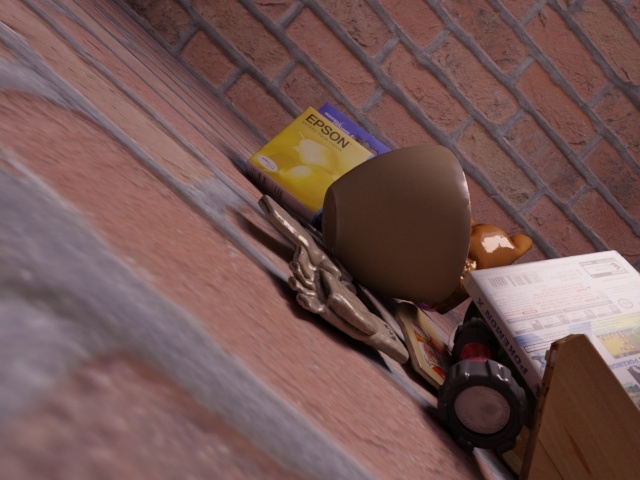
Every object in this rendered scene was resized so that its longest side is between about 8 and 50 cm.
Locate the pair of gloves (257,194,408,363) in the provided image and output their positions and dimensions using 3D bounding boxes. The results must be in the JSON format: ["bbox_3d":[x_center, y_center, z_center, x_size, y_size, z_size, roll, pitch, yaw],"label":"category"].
[{"bbox_3d":[0.005,0.051,0.566,0.204,0.042,0.240,42,8,-39],"label":"pair of gloves"}]

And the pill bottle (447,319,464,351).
[{"bbox_3d":[0.484,0.334,1.189,0.229,0.131,0.131,42,7,-7],"label":"pill bottle"}]

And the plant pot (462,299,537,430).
[{"bbox_3d":[0.465,0.258,0.844,0.366,0.367,0.353,45,19,12],"label":"plant pot"}]

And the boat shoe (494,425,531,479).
[{"bbox_3d":[0.331,0.337,0.568,0.190,0.072,0.068,46,8,19],"label":"boat shoe"}]

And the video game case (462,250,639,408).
[{"bbox_3d":[0.436,0.148,0.656,0.328,0.036,0.300,-6,46,-16],"label":"video game case"}]

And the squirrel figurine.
[{"bbox_3d":[0.257,-0.017,1.051,0.396,0.281,0.371,-16,63,-51],"label":"squirrel figurine"}]

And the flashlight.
[{"bbox_3d":[0.231,0.185,0.618,0.103,0.103,0.304,52,19,7],"label":"flashlight"}]

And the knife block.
[{"bbox_3d":[0.326,0.254,0.404,0.241,0.276,0.088,14,-6,24],"label":"knife block"}]

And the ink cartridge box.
[{"bbox_3d":[0.045,-0.167,0.963,0.303,0.307,0.072,38,-23,7],"label":"ink cartridge box"}]

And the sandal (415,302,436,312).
[{"bbox_3d":[0.300,0.127,1.459,0.416,0.169,0.102,42,47,-17],"label":"sandal"}]

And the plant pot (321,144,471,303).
[{"bbox_3d":[0.106,-0.030,0.749,0.190,0.285,0.284,1,19,-11],"label":"plant pot"}]

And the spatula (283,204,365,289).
[{"bbox_3d":[0.000,0.000,0.920,0.168,0.019,0.242,37,10,-37],"label":"spatula"}]

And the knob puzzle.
[{"bbox_3d":[0.173,0.181,0.697,0.213,0.030,0.213,45,19,-20],"label":"knob puzzle"}]
